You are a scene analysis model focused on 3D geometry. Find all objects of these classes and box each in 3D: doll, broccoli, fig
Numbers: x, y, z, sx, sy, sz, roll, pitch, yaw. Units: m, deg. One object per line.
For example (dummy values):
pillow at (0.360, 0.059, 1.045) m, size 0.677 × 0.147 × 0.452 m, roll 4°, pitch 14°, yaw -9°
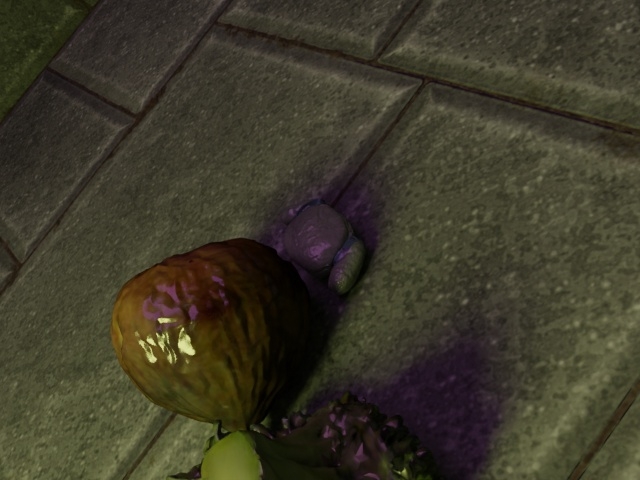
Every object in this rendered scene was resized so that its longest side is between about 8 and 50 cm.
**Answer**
doll at (0.000, 0.000, 1.257) m, size 0.103 × 0.071 × 0.214 m, roll -46°, pitch 42°, yaw 5°
broccoli at (-0.037, 0.317, 0.903) m, size 0.324 × 0.272 × 0.334 m, roll -41°, pitch 33°, yaw 36°
fig at (-0.134, 0.192, 1.151) m, size 0.286 × 0.286 × 0.368 m, roll -20°, pitch 77°, yaw 32°
